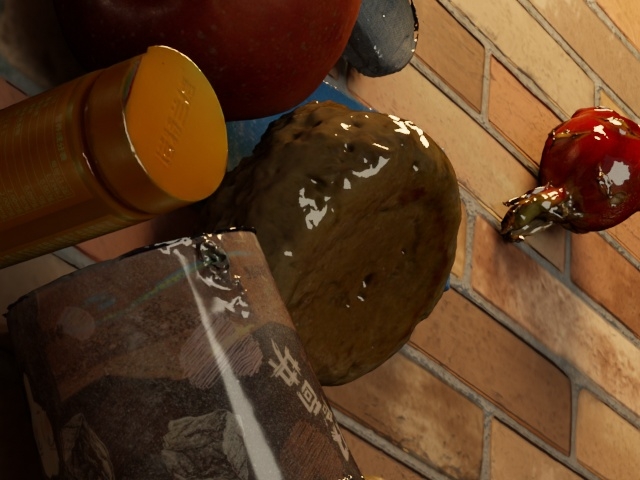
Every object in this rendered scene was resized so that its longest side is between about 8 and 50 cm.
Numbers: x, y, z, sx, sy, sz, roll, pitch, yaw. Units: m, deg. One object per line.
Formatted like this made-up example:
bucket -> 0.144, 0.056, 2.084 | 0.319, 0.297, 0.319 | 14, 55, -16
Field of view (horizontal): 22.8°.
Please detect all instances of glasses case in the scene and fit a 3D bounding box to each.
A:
glasses case -> -0.003, -0.261, 1.386 | 0.282, 0.067, 0.109 | 50, 43, -28

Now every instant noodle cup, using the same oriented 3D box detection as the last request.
instant noodle cup -> -0.087, 0.114, 1.003 | 0.217, 0.217, 0.207 | -9, 77, -55

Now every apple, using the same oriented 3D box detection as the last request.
apple -> -0.079, -0.191, 1.125 | 0.201, 0.218, 0.218 | 46, 36, -72

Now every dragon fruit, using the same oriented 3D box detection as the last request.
dragon fruit -> 0.264, -0.056, 1.651 | 0.246, 0.125, 0.125 | -28, 114, -38

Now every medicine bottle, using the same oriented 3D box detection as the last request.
medicine bottle -> -0.158, -0.045, 0.972 | 0.096, 0.192, 0.096 | 27, 55, -46

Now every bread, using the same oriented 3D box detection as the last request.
bread -> 0.000, 0.000, 1.184 | 0.230, 0.123, 0.230 | -26, 134, -29

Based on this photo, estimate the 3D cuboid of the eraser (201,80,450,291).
eraser -> 0.007, -0.058, 1.338 | 0.312, 0.042, 0.144 | 23, 59, -48

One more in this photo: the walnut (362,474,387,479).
walnut -> 0.022, 0.261, 1.138 | 0.155, 0.155, 0.184 | 24, 60, -48
